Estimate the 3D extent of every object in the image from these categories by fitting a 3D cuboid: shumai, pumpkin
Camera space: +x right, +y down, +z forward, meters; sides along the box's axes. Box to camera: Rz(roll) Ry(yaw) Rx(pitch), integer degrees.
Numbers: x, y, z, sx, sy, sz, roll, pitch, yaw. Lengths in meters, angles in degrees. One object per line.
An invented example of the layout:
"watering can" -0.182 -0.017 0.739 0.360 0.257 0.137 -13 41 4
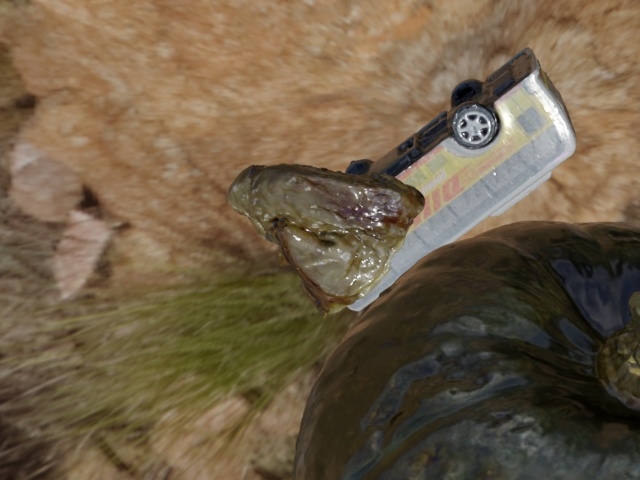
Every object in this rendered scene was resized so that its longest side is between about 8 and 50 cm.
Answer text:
"shumai" 0.007 -0.010 1.186 0.139 0.123 0.105 -27 66 26
"pumpkin" 0.099 0.084 0.589 0.223 0.224 0.157 14 129 5

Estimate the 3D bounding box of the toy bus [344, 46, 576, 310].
"toy bus" 0.101 -0.051 1.437 0.268 0.092 0.106 -37 107 15
